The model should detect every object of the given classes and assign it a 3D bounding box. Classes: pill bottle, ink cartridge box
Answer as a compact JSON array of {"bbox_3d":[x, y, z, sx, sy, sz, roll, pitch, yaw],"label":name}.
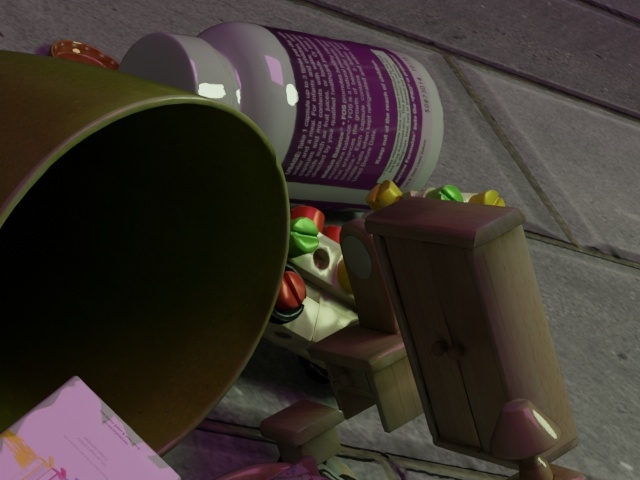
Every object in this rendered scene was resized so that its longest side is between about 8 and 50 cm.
[{"bbox_3d":[-0.040,-0.115,1.498,0.301,0.169,0.169,4,37,-44],"label":"pill bottle"},{"bbox_3d":[-0.165,0.166,0.905,0.090,0.092,0.143,42,55,13],"label":"ink cartridge box"}]

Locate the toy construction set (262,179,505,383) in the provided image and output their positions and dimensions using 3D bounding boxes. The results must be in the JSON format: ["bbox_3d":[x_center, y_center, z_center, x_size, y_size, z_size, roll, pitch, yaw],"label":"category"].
[{"bbox_3d":[0.000,0.000,1.316,0.328,0.151,0.215,22,62,-21],"label":"toy construction set"}]

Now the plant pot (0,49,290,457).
[{"bbox_3d":[-0.220,-0.018,1.075,0.293,0.274,0.275,29,20,35],"label":"plant pot"}]

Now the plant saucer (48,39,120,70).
[{"bbox_3d":[-0.228,-0.168,1.572,0.083,0.013,0.083,24,27,-13],"label":"plant saucer"}]

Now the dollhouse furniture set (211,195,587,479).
[{"bbox_3d":[-0.029,0.117,0.993,0.355,0.173,0.303,-26,18,-29],"label":"dollhouse furniture set"}]

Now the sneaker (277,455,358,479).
[{"bbox_3d":[0.020,0.186,1.173,0.109,0.040,0.044,40,25,17],"label":"sneaker"}]
